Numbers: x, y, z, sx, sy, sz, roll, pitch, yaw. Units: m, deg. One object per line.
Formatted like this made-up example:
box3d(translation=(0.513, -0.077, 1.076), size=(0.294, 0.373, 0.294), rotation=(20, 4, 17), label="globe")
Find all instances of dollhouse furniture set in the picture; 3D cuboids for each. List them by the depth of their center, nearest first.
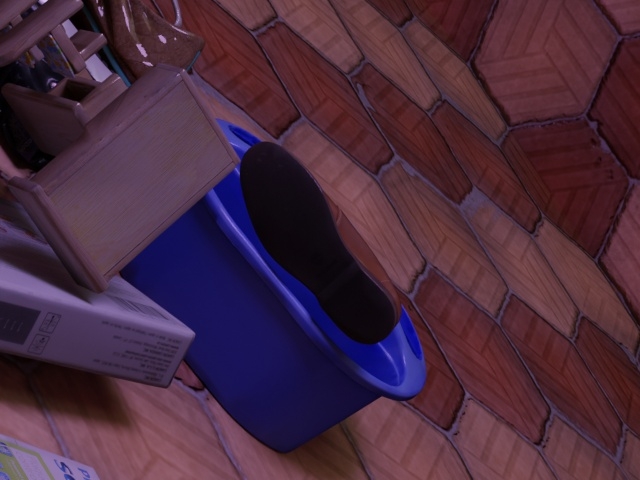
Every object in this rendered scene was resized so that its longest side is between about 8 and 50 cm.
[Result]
box3d(translation=(-0.208, -0.071, 1.585), size=(0.242, 0.161, 0.212), rotation=(19, -34, 53), label="dollhouse furniture set")

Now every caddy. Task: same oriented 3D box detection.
box3d(translation=(-0.037, 0.035, 1.857), size=(0.341, 0.179, 0.241), rotation=(51, 20, 0), label="caddy")

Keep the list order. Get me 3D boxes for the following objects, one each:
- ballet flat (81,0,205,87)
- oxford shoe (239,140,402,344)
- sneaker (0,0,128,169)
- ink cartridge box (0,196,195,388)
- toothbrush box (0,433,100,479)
box3d(translation=(-0.242, -0.312, 2.099), size=(0.342, 0.124, 0.116), rotation=(54, -1, 11), label="ballet flat")
box3d(translation=(0.000, 0.000, 1.749), size=(0.212, 0.076, 0.076), rotation=(56, 19, 1), label="oxford shoe")
box3d(translation=(-0.268, -0.143, 1.793), size=(0.283, 0.107, 0.124), rotation=(40, 33, -15), label="sneaker")
box3d(translation=(-0.269, 0.021, 1.562), size=(0.239, 0.060, 0.275), rotation=(33, 7, 35), label="ink cartridge box")
box3d(translation=(-0.231, 0.209, 1.157), size=(0.283, 0.122, 0.206), rotation=(31, 15, -45), label="toothbrush box")
